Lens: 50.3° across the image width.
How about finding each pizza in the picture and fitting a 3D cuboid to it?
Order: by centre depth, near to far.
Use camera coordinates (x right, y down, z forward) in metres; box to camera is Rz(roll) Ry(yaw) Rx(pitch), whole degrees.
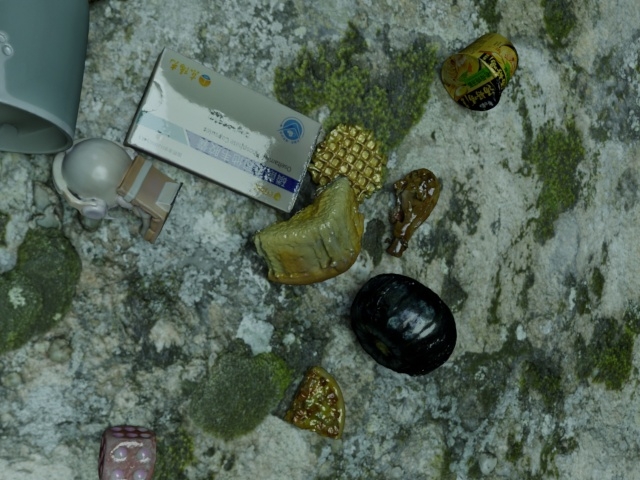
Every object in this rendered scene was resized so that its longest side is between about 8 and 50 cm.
[{"bbox_3d":[-0.007,0.356,1.431,0.134,0.046,0.174,-31,103,-20],"label":"pizza"}]

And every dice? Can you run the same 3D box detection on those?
[{"bbox_3d":[-0.356,0.396,1.254,0.093,0.094,0.091,8,91,-24],"label":"dice"}]

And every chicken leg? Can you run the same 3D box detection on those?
[{"bbox_3d":[0.194,-0.063,1.491,0.101,0.085,0.207,27,86,-56],"label":"chicken leg"}]

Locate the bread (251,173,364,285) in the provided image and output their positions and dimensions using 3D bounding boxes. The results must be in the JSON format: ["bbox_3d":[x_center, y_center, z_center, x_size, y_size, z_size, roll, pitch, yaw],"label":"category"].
[{"bbox_3d":[0.009,0.000,1.354,0.252,0.133,0.174,-33,128,-18],"label":"bread"}]

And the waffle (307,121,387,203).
[{"bbox_3d":[0.061,-0.159,1.454,0.191,0.038,0.191,-1,92,-23],"label":"waffle"}]

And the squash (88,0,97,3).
[{"bbox_3d":[-0.413,-0.514,1.198,0.123,0.123,0.186,-10,95,-23],"label":"squash"}]

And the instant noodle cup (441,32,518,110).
[{"bbox_3d":[0.365,-0.384,1.533,0.122,0.151,0.151,-47,108,-28],"label":"instant noodle cup"}]

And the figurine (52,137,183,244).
[{"bbox_3d":[-0.372,-0.100,1.228,0.237,0.141,0.162,28,52,-19],"label":"figurine"}]

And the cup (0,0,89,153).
[{"bbox_3d":[-0.553,-0.310,1.088,0.357,0.259,0.274,4,78,11],"label":"cup"}]

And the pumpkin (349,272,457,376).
[{"bbox_3d":[0.171,0.172,1.403,0.163,0.233,0.233,-46,108,-22],"label":"pumpkin"}]

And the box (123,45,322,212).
[{"bbox_3d":[-0.183,-0.207,1.331,0.344,0.065,0.200,23,82,-22],"label":"box"}]
